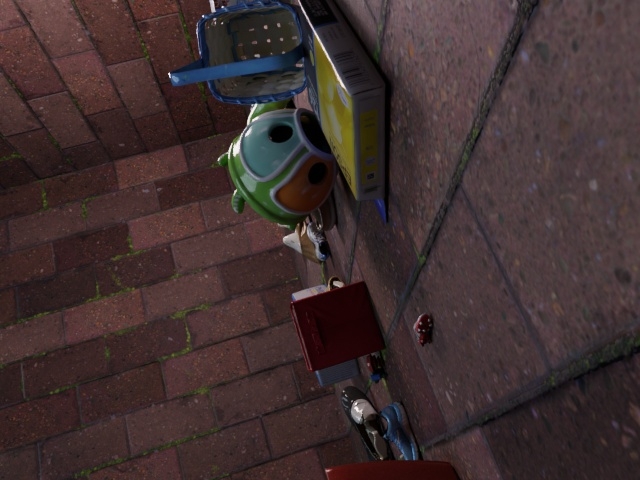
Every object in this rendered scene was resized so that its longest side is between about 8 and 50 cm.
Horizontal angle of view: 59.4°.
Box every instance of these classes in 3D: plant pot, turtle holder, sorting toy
[{"bbox_3d":[0.171,0.567,1.038,0.267,0.236,0.267,-115,13,-52],"label":"plant pot"},{"bbox_3d":[-0.074,-0.201,1.303,0.243,0.227,0.320,32,-141,-23],"label":"turtle holder"},{"bbox_3d":[0.153,0.340,1.478,0.061,0.042,0.102,-92,-17,-45],"label":"sorting toy"}]

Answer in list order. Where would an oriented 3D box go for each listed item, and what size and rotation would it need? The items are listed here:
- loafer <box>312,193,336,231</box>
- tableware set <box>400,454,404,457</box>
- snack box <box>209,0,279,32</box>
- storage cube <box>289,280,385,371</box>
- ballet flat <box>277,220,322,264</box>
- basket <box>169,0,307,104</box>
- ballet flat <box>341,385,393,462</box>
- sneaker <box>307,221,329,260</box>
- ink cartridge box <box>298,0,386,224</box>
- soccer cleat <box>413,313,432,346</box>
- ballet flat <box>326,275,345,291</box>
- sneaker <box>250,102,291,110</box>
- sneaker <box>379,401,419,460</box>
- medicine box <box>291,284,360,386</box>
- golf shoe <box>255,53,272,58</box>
[{"bbox_3d":[-0.015,-0.121,1.508,0.094,0.087,0.251,-113,11,-45],"label":"loafer"},{"bbox_3d":[0.234,0.591,1.443,0.104,0.024,0.154,-137,32,-75],"label":"tableware set"},{"bbox_3d":[-0.194,-0.623,1.428,0.207,0.175,0.070,113,138,-77],"label":"snack box"},{"bbox_3d":[0.037,0.225,1.464,0.215,0.193,0.183,106,147,-78],"label":"storage cube"},{"bbox_3d":[-0.093,-0.057,2.087,0.116,0.124,0.342,104,148,-78],"label":"ballet flat"},{"bbox_3d":[-0.134,-0.375,1.137,0.289,0.255,0.201,-55,-40,-59],"label":"basket"},{"bbox_3d":[0.158,0.590,1.788,0.280,0.095,0.096,62,160,13],"label":"ballet flat"},{"bbox_3d":[0.000,0.000,1.851,0.135,0.052,0.058,67,163,-2],"label":"sneaker"},{"bbox_3d":[0.038,-0.225,0.995,0.307,0.072,0.303,86,166,-50],"label":"ink cartridge box"},{"bbox_3d":[0.170,0.146,0.948,0.083,0.029,0.035,75,170,-46],"label":"soccer cleat"},{"bbox_3d":[0.061,0.179,1.660,0.232,0.080,0.073,-123,34,-62],"label":"ballet flat"},{"bbox_3d":[-0.158,-0.409,1.819,0.283,0.122,0.110,-123,18,-66],"label":"sneaker"},{"bbox_3d":[0.187,0.479,1.358,0.063,0.073,0.162,93,160,-68],"label":"sneaker"},{"bbox_3d":[0.014,0.336,2.044,0.263,0.149,0.289,-141,35,-77],"label":"medicine box"},{"bbox_3d":[-0.150,-0.503,1.715,0.069,0.086,0.176,103,148,-72],"label":"golf shoe"}]
